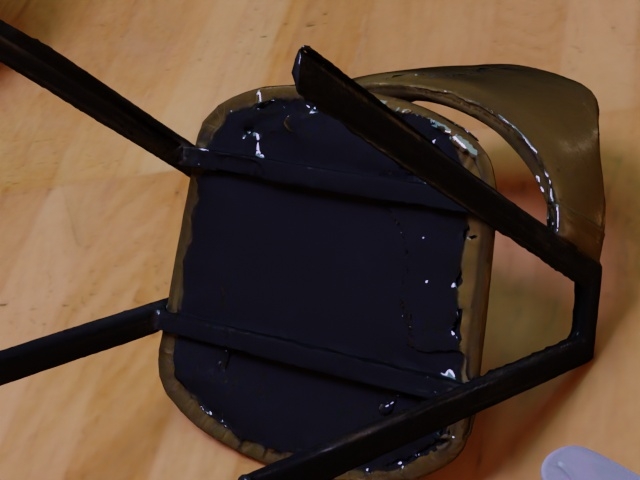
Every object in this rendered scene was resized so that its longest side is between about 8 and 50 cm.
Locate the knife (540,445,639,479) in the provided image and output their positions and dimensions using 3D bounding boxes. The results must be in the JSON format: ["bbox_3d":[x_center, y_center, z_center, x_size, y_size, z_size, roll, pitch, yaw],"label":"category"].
[{"bbox_3d":[0.116,0.140,0.481,0.058,0.032,0.244,-18,42,3],"label":"knife"}]

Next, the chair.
[{"bbox_3d":[0.000,0.000,0.663,0.159,0.172,0.247,11,1,37],"label":"chair"}]
